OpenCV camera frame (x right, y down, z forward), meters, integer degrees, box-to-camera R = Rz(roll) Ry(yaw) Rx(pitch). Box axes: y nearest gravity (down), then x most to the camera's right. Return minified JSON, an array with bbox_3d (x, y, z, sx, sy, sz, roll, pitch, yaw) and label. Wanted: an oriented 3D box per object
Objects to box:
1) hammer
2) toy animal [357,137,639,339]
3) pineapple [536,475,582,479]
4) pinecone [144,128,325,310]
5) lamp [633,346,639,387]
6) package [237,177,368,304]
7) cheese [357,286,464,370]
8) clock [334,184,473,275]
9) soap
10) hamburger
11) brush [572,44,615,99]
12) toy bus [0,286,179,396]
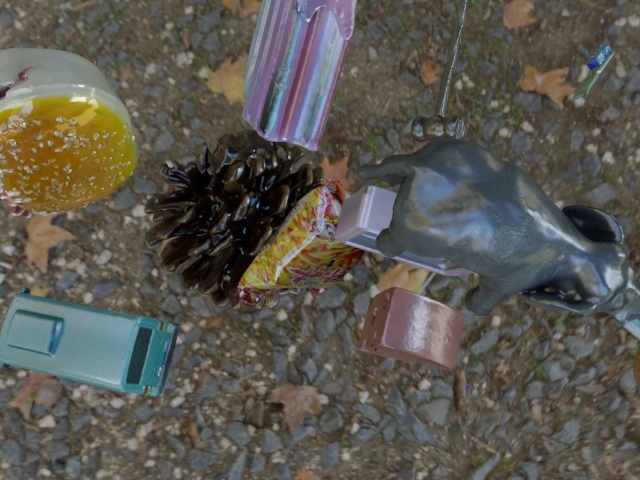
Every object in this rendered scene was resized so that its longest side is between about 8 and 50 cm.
[{"bbox_3d":[0.159,-0.249,0.776,0.058,0.029,0.292,6,79,42],"label":"hammer"},{"bbox_3d":[0.146,0.012,0.489,0.269,0.137,0.082,28,78,-5],"label":"toy animal"},{"bbox_3d":[0.402,0.489,1.138,0.225,0.076,0.224,-8,64,16],"label":"pineapple"},{"bbox_3d":[-0.187,-0.048,1.465,0.398,0.398,0.397,-4,70,12],"label":"pinecone"},{"bbox_3d":[0.596,0.220,1.158,0.136,0.136,0.136,-4,70,12],"label":"lamp"},{"bbox_3d":[0.004,0.001,1.190,0.288,0.223,0.108,-45,56,31],"label":"package"},{"bbox_3d":[0.185,0.181,1.344,0.177,0.203,0.128,16,76,-5],"label":"cheese"},{"bbox_3d":[0.131,-0.009,0.968,0.197,0.150,0.063,17,80,-10],"label":"clock"},{"bbox_3d":[-0.032,-0.326,1.092,0.193,0.109,0.323,48,126,59],"label":"soap"},{"bbox_3d":[-0.369,-0.133,0.950,0.227,0.295,0.151,-11,67,-7],"label":"hamburger"},{"bbox_3d":[0.499,-0.312,1.270,0.033,0.030,0.178,-13,27,48],"label":"brush"},{"bbox_3d":[-0.370,0.160,1.087,0.256,0.147,0.128,8,78,19],"label":"toy bus"}]
